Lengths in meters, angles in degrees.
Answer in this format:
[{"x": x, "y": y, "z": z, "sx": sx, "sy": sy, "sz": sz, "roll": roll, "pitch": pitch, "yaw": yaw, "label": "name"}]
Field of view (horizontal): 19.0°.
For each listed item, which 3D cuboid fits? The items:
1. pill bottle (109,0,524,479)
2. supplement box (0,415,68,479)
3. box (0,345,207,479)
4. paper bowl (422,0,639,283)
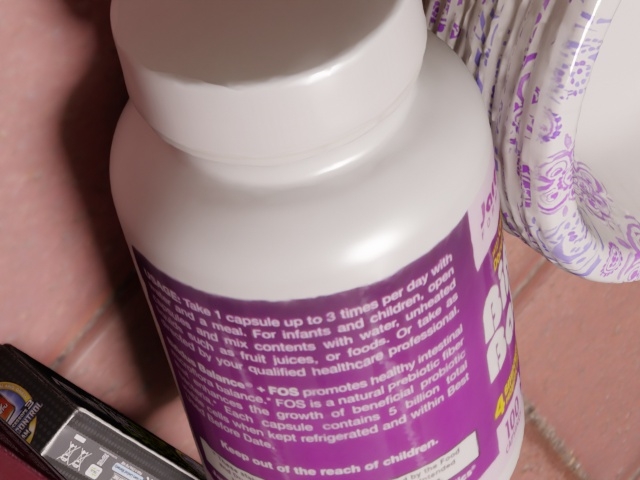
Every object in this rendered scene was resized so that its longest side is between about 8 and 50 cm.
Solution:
[{"x": 0.000, "y": 0.000, "z": 0.864, "sx": 0.169, "sy": 0.169, "sz": 0.301, "roll": -38, "pitch": 141, "yaw": -23, "label": "pill bottle"}, {"x": -0.187, "y": 0.066, "z": 0.730, "sx": 0.073, "sy": 0.130, "sz": 0.239, "roll": -49, "pitch": 146, "yaw": -7, "label": "supplement box"}, {"x": -0.140, "y": 0.193, "z": 0.971, "sx": 0.216, "sy": 0.060, "sz": 0.270, "roll": -51, "pitch": 147, "yaw": -3, "label": "box"}, {"x": 0.156, "y": -0.133, "z": 0.963, "sx": 0.284, "sy": 0.148, "sz": 0.284, "roll": -31, "pitch": 140, "yaw": -30, "label": "paper bowl"}]
